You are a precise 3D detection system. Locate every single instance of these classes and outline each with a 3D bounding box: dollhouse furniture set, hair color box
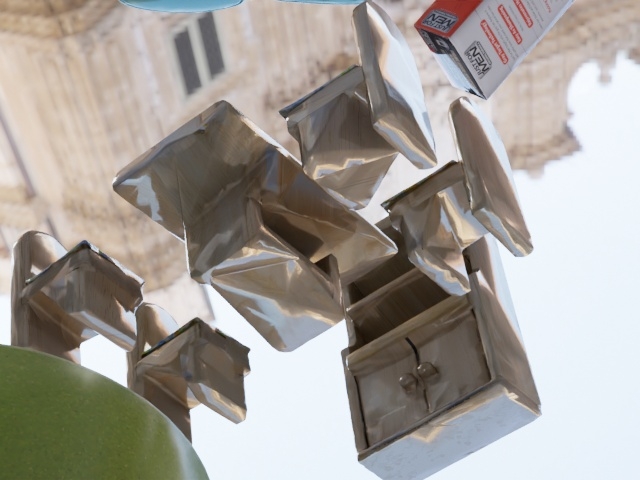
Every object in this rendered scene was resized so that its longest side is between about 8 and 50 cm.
[{"bbox_3d":[0.000,0.000,1.269,0.362,0.394,0.256,-32,-138,22],"label":"dollhouse furniture set"},{"bbox_3d":[0.140,-0.180,1.087,0.141,0.072,0.043,-48,-138,-11],"label":"hair color box"}]

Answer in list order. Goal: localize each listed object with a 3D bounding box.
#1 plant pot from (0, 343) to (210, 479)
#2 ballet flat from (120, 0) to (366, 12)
[{"bbox_3d":[-0.198,0.250,0.760,0.275,0.275,0.293,-5,-142,4],"label":"plant pot"},{"bbox_3d":[-0.059,-0.237,1.249,0.231,0.077,0.077,-1,-110,5],"label":"ballet flat"}]
